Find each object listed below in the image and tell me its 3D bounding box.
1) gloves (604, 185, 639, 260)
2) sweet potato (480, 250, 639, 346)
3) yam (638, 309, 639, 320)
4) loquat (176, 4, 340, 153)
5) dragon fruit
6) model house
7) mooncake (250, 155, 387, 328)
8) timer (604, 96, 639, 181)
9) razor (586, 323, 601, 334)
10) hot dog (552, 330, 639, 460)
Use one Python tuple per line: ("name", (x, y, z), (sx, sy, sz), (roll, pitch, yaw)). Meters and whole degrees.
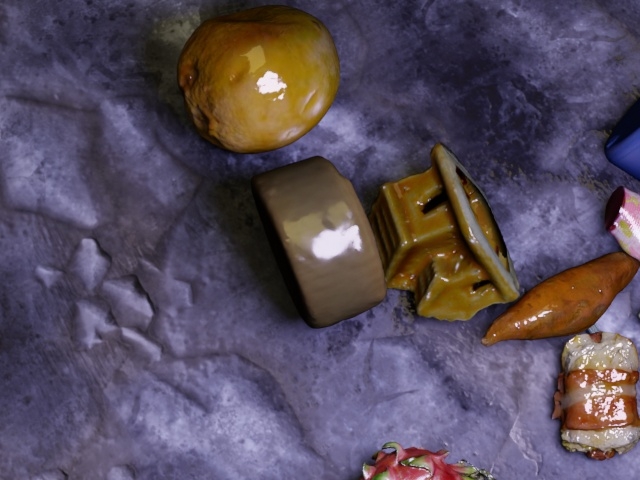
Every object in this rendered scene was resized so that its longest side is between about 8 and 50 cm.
("gloves", (0.607, 0.001, 1.721), (0.241, 0.145, 0.126), (23, 104, -3))
("sweet potato", (0.418, 0.101, 1.671), (0.359, 0.112, 0.112), (-23, 71, -19))
("yam", (0.634, 0.150, 1.720), (0.179, 0.078, 0.078), (33, 73, 11))
("loquat", (-0.108, -0.287, 1.801), (0.284, 0.276, 0.276), (-32, 71, -37))
("dragon fruit", (0.173, 0.398, 1.605), (0.236, 0.135, 0.137), (11, 63, -14))
("model house", (0.187, 0.013, 1.726), (0.239, 0.173, 0.268), (-26, 66, 24))
("mooncake", (0.000, 0.000, 1.667), (0.156, 0.284, 0.284), (-23, 71, -9))
("timer", (0.726, -0.131, 1.757), (0.383, 0.270, 0.270), (41, 74, -1))
("razor", (0.470, 0.142, 1.742), (0.068, 0.037, 0.191), (-21, 69, -19))
("hot dog", (0.462, 0.255, 1.663), (0.146, 0.103, 0.213), (3, 78, 21))
